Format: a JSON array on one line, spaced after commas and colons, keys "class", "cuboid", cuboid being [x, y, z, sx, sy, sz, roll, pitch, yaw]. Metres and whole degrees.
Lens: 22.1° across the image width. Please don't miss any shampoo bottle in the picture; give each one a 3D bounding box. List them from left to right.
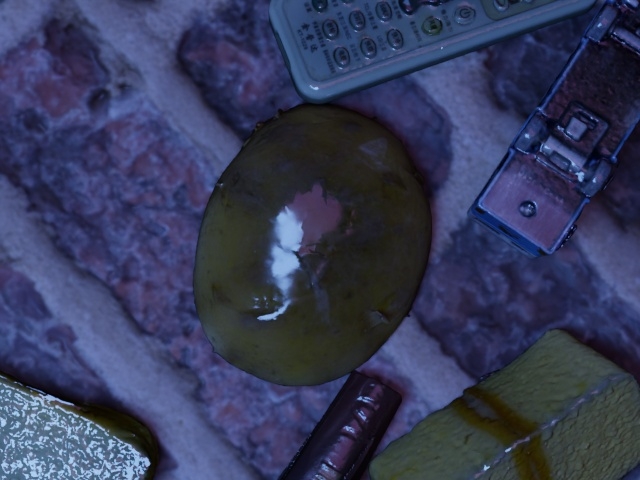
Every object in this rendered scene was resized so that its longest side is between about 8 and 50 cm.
[{"class": "shampoo bottle", "cuboid": [-0.005, 0.240, 1.619, 0.068, 0.067, 0.236, 27, 80, 22]}]

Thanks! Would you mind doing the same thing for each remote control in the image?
[{"class": "remote control", "cuboid": [0.118, -0.245, 1.693, 0.335, 0.065, 0.128, -19, 75, -6]}]

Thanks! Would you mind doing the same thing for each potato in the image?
[{"class": "potato", "cuboid": [0.000, 0.000, 1.635, 0.239, 0.116, 0.299, 24, 83, -5]}]

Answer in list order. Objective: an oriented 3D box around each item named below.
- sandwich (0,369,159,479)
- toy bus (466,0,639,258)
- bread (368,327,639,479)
[{"class": "sandwich", "cuboid": [-0.302, 0.247, 1.587, 0.251, 0.087, 0.226, 21, 83, -4]}, {"class": "toy bus", "cuboid": [0.267, -0.125, 1.658, 0.106, 0.131, 0.297, 34, 80, 1]}, {"class": "bread", "cuboid": [0.192, 0.212, 1.622, 0.266, 0.142, 0.178, -37, 71, -10]}]
